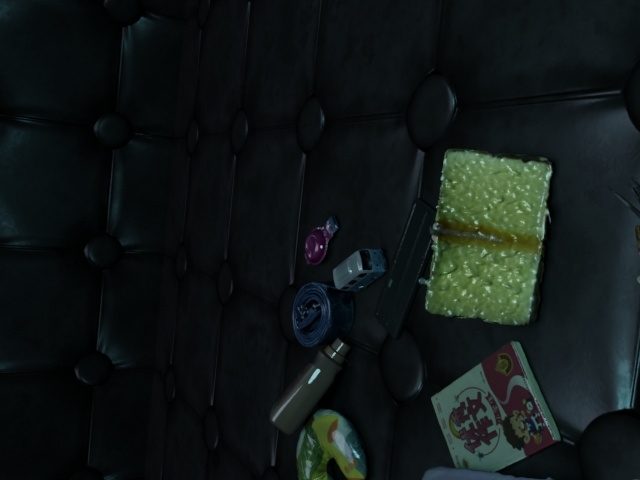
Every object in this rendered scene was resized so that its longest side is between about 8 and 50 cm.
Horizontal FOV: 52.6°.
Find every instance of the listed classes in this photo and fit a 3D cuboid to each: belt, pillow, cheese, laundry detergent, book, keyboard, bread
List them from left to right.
[{"bbox_3d":[-0.019,0.319,1.480,0.237,0.076,0.171,-53,0,-1],"label":"laundry detergent"},{"bbox_3d":[0.000,0.000,1.560,0.145,0.038,0.095,-53,44,35],"label":"cheese"},{"bbox_3d":[0.001,0.168,1.491,0.190,0.082,0.141,-43,55,52],"label":"belt"},{"bbox_3d":[0.025,0.489,1.426,0.214,0.086,0.233,38,117,44],"label":"pillow"},{"bbox_3d":[0.151,0.104,1.289,0.103,0.041,0.381,49,122,53],"label":"keyboard"},{"bbox_3d":[0.274,0.286,1.052,0.232,0.022,0.162,-51,44,45],"label":"book"},{"bbox_3d":[0.265,-0.008,1.012,0.178,0.142,0.266,9,94,20],"label":"bread"}]

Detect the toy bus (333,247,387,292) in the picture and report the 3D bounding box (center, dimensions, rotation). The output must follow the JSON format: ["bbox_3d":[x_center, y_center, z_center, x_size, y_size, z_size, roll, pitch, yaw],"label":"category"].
[{"bbox_3d":[0.081,0.062,1.369,0.123,0.075,0.060,-42,51,51],"label":"toy bus"}]

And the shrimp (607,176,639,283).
[{"bbox_3d":[0.415,0.031,0.717,0.116,0.145,0.343,92,168,-47],"label":"shrimp"}]

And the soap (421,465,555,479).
[{"bbox_3d":[0.198,0.471,0.914,0.296,0.107,0.285,-49,15,-27],"label":"soap"}]

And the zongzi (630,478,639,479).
[{"bbox_3d":[0.422,0.182,0.777,0.178,0.081,0.189,-87,6,-50],"label":"zongzi"}]
